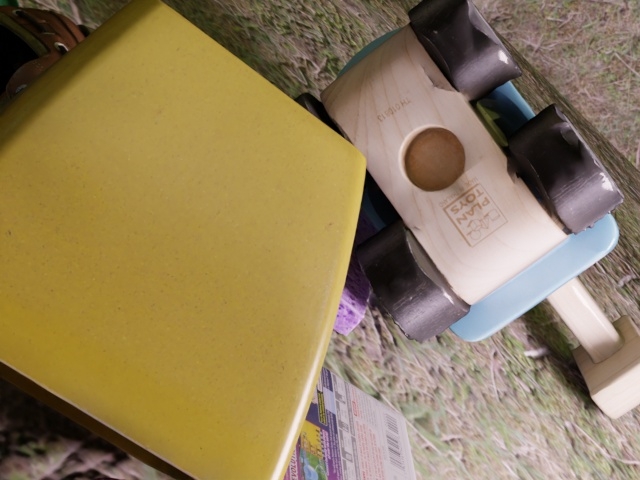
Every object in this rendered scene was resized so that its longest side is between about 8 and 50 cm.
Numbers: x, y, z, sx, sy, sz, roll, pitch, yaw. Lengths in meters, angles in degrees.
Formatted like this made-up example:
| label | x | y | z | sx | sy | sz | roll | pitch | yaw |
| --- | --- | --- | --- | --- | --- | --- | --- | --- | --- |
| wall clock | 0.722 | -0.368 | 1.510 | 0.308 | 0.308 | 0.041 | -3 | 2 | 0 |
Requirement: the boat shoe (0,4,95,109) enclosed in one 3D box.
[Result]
| label | x | y | z | sx | sy | sz | roll | pitch | yaw |
| --- | --- | --- | --- | --- | --- | --- | --- | --- | --- |
| boat shoe | -0.186 | -0.069 | 0.875 | 0.104 | 0.110 | 0.307 | 21 | 21 | -36 |

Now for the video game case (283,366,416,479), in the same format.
| label | x | y | z | sx | sy | sz | roll | pitch | yaw |
| --- | --- | --- | --- | --- | --- | --- | --- | --- | --- |
| video game case | -0.002 | 0.154 | 0.877 | 0.183 | 0.023 | 0.201 | 34 | 25 | -23 |

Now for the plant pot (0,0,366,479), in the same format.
| label | x | y | z | sx | sy | sz | roll | pitch | yaw |
| --- | --- | --- | --- | --- | --- | --- | --- | --- | --- |
| plant pot | -0.100 | -0.001 | 0.651 | 0.212 | 0.187 | 0.212 | 36 | -16 | -18 |

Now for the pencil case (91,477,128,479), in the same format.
| label | x | y | z | sx | sy | sz | roll | pitch | yaw |
| --- | --- | --- | --- | --- | --- | --- | --- | --- | --- |
| pencil case | -0.020 | 0.207 | 0.631 | 0.284 | 0.124 | 0.124 | 25 | 28 | -35 |

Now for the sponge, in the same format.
| label | x | y | z | sx | sy | sz | roll | pitch | yaw |
| --- | --- | --- | --- | --- | --- | --- | --- | --- | --- |
| sponge | 0.000 | 0.000 | 1.146 | 0.117 | 0.031 | 0.210 | 40 | 21 | -8 |

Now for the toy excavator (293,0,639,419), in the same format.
| label | x | y | z | sx | sy | sz | roll | pitch | yaw |
| --- | --- | --- | --- | --- | --- | --- | --- | --- | --- |
| toy excavator | 0.194 | -0.008 | 1.237 | 0.433 | 0.222 | 0.445 | 55 | 13 | 10 |

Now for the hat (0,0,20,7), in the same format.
| label | x | y | z | sx | sy | sz | roll | pitch | yaw |
| --- | --- | --- | --- | --- | --- | --- | --- | --- | --- |
| hat | -0.285 | -0.297 | 0.996 | 0.209 | 0.183 | 0.173 | 23 | 29 | -40 |
